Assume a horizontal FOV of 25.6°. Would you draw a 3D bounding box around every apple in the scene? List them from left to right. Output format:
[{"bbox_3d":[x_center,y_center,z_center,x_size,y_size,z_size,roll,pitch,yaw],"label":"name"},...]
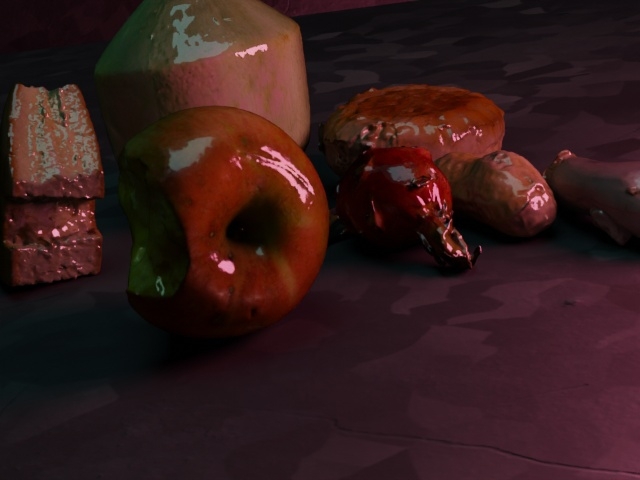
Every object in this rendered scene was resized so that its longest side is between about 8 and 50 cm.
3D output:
[{"bbox_3d":[-0.119,-0.018,1.471,0.246,0.246,0.226,-18,13,-26],"label":"apple"}]

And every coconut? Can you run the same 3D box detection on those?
[{"bbox_3d":[-0.150,-0.205,1.898,0.281,0.328,0.328,7,24,43],"label":"coconut"}]

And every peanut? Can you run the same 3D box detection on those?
[{"bbox_3d":[0.204,-0.058,1.694,0.099,0.099,0.214,-19,15,-28],"label":"peanut"}]

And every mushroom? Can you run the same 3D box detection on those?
[{"bbox_3d":[0.338,-0.055,1.611,0.096,0.099,0.278,-11,15,-25],"label":"mushroom"}]

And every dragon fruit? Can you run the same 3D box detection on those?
[{"bbox_3d":[0.108,-0.030,1.634,0.125,0.125,0.246,-3,30,-29],"label":"dragon fruit"}]

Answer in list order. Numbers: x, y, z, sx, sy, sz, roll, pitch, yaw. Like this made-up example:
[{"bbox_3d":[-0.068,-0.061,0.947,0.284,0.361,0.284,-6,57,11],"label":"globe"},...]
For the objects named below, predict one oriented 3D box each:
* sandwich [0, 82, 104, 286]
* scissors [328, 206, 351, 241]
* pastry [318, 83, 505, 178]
[{"bbox_3d":[-0.337,-0.070,1.727,0.122,0.236,0.128,-3,14,-24],"label":"sandwich"},{"bbox_3d":[0.000,0.000,1.710,0.088,0.017,0.220,9,25,33],"label":"scissors"},{"bbox_3d":[0.127,-0.131,1.889,0.257,0.121,0.236,-17,24,-31],"label":"pastry"}]
